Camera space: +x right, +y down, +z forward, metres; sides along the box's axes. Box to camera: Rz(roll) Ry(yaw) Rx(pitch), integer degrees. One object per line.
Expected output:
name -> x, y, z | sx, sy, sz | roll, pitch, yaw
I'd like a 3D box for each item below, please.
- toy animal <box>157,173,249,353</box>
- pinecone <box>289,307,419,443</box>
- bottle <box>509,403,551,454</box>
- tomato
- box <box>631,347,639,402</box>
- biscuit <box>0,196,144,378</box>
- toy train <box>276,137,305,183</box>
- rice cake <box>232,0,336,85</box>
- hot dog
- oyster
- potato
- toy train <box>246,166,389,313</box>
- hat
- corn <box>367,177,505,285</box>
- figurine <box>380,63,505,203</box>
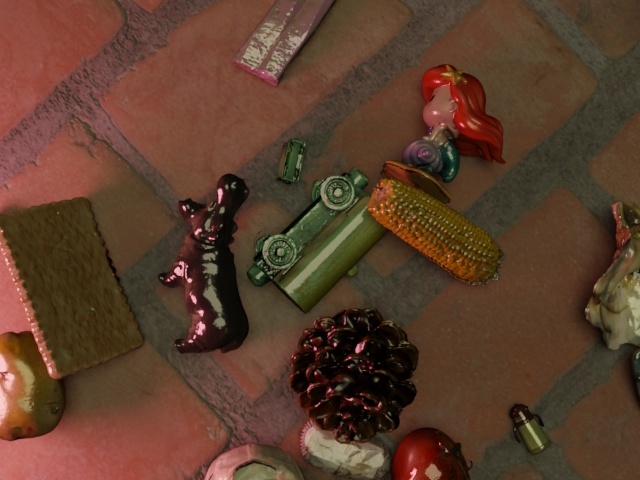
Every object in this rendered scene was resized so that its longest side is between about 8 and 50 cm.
toy animal -> -0.219, 0.047, 1.756 | 0.168, 0.106, 0.343 | -1, 89, 21
pinecone -> 0.070, 0.258, 1.718 | 0.243, 0.243, 0.257 | -23, 45, -7
bottle -> 0.412, 0.369, 1.832 | 0.063, 0.047, 0.101 | -24, 80, -43
tomato -> 0.205, 0.440, 1.754 | 0.167, 0.167, 0.167 | 1, 84, -5
box -> 0.737, 0.262, 1.820 | 0.227, 0.130, 0.162 | -20, 109, -7
biscuit -> -0.472, 0.083, 1.737 | 0.217, 0.044, 0.324 | -21, 86, -45
toy train -> -0.061, -0.156, 1.842 | 0.038, 0.056, 0.093 | 13, 82, -20
rice cake -> -0.053, -0.452, 1.880 | 0.106, 0.050, 0.298 | 33, 82, 0
hot dog -> 0.052, 0.408, 1.791 | 0.192, 0.053, 0.099 | 19, 83, -5
oyster -> 0.622, 0.089, 1.853 | 0.275, 0.100, 0.271 | 37, 76, -23
potato -> -0.551, 0.267, 1.711 | 0.155, 0.137, 0.200 | -5, 85, -5
toy train -> 0.003, 0.001, 1.795 | 0.189, 0.126, 0.307 | 45, 81, 1
hat -> -0.117, 0.506, 1.723 | 0.232, 0.161, 0.275 | -5, 107, 5
corn -> 0.229, -0.017, 1.788 | 0.318, 0.115, 0.115 | 32, 81, -25
figurine -> 0.256, -0.204, 1.828 | 0.208, 0.181, 0.257 | 23, 78, 36
